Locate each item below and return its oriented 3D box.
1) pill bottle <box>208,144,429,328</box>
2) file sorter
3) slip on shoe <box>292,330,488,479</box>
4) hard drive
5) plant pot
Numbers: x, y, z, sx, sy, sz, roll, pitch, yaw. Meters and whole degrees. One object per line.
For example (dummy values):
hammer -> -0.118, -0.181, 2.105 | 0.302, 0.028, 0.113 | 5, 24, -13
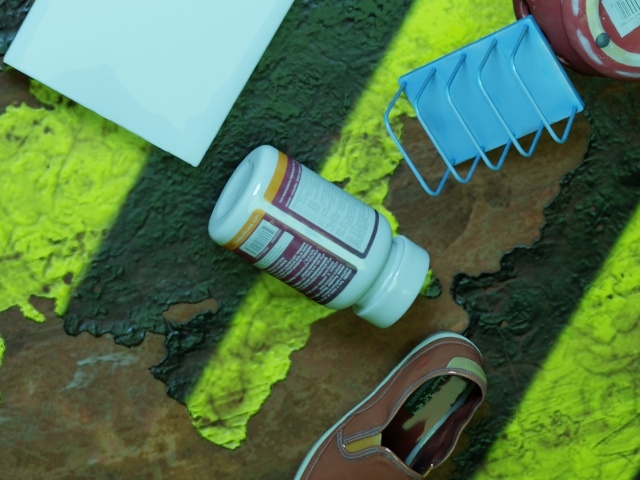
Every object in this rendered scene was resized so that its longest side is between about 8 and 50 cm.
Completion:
pill bottle -> 0.000, 0.000, 1.724 | 0.221, 0.121, 0.121 | 31, 98, -16
file sorter -> 0.169, -0.136, 1.689 | 0.170, 0.104, 0.118 | -23, 111, 31
slip on shoe -> 0.071, 0.249, 1.816 | 0.123, 0.101, 0.331 | 38, 97, -19
hard drive -> -0.142, -0.285, 1.661 | 0.233, 0.047, 0.353 | 29, 98, -16
plant pot -> 0.316, -0.258, 1.686 | 0.191, 0.174, 0.191 | -3, 108, -10
